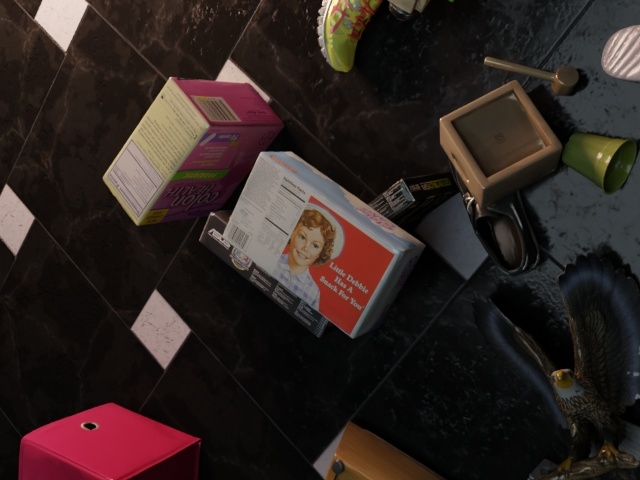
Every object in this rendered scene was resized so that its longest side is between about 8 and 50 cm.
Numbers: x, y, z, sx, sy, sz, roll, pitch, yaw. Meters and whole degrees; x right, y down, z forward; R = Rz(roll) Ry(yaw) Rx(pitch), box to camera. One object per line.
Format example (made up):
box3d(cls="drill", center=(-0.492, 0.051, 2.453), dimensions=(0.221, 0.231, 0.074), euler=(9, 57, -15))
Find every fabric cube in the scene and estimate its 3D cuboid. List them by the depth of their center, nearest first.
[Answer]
box3d(cls="fabric cube", center=(-0.425, 0.512, 1.637), dimensions=(0.258, 0.254, 0.259), euler=(13, 103, 30))

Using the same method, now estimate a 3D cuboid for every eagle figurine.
box3d(cls="eagle figurine", center=(0.362, 0.195, 1.168), dimensions=(0.226, 0.225, 0.298), euler=(-3, 59, -6))

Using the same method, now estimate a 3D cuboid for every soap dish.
box3d(cls="soap dish", center=(0.117, 0.482, 1.374), dimensions=(0.291, 0.118, 0.229), euler=(28, 111, 25))

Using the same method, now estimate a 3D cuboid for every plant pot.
box3d(cls="plant pot", center=(0.390, -0.118, 1.147), dimensions=(0.079, 0.083, 0.083), euler=(33, 113, 37))

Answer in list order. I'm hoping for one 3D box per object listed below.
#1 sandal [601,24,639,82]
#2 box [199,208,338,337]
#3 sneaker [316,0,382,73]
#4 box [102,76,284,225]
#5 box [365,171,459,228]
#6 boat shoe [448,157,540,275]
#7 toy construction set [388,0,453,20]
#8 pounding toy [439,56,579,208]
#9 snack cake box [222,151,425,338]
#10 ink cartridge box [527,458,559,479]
box3d(cls="sandal", center=(0.502, -0.239, 1.063), dimensions=(0.265, 0.076, 0.102), euler=(23, 101, 49))
box3d(cls="box", center=(-0.033, 0.038, 1.345), dimensions=(0.270, 0.216, 0.060), euler=(37, 114, 23))
box3d(cls="sneaker", center=(0.055, -0.374, 1.311), dimensions=(0.094, 0.081, 0.208), euler=(11, 102, 28))
box3d(cls="box", center=(-0.223, -0.156, 1.436), dimensions=(0.117, 0.213, 0.243), euler=(51, 119, 16))
box3d(cls="box", center=(0.106, -0.037, 1.266), dimensions=(0.191, 0.184, 0.045), euler=(-36, 76, 31))
box3d(cls="boat shoe", center=(0.259, -0.054, 1.233), dimensions=(0.084, 0.079, 0.233), euler=(-30, 79, 33))
box3d(cls="toy construction set", center=(0.126, -0.462, 1.214), dimensions=(0.328, 0.151, 0.215), euler=(27, 67, 19))
box3d(cls="pounding toy", center=(0.282, -0.177, 1.190), dimensions=(0.206, 0.094, 0.181), euler=(-28, 69, -1))
box3d(cls="snack cake box", center=(0.000, 0.000, 1.176), dimensions=(0.264, 0.089, 0.152), euler=(37, 113, 22))
box3d(cls="ink cartridge box", center=(0.336, 0.410, 1.244), dimensions=(0.052, 0.088, 0.122), euler=(22, 108, 28))
